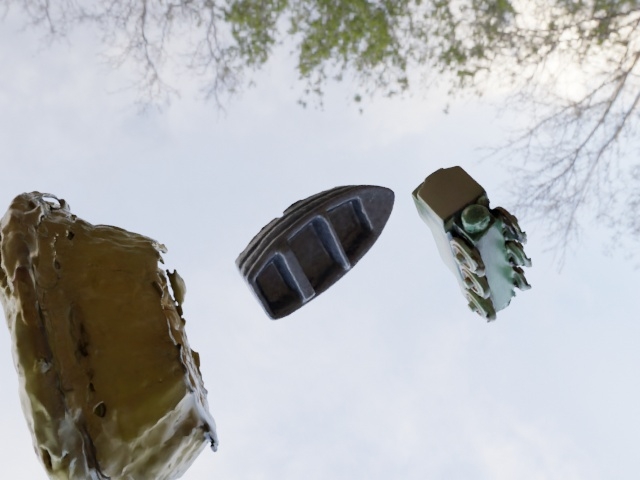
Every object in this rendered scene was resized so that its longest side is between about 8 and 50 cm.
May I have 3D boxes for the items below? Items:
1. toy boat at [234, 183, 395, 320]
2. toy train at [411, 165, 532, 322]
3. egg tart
[{"bbox_3d":[0.000,0.000,1.055,0.283,0.127,0.078,-39,-151,-22],"label":"toy boat"},{"bbox_3d":[0.173,0.007,0.779,0.080,0.194,0.125,-34,-129,-3],"label":"toy train"},{"bbox_3d":[-0.164,0.095,0.577,0.120,0.315,0.315,-17,-131,-8],"label":"egg tart"}]
